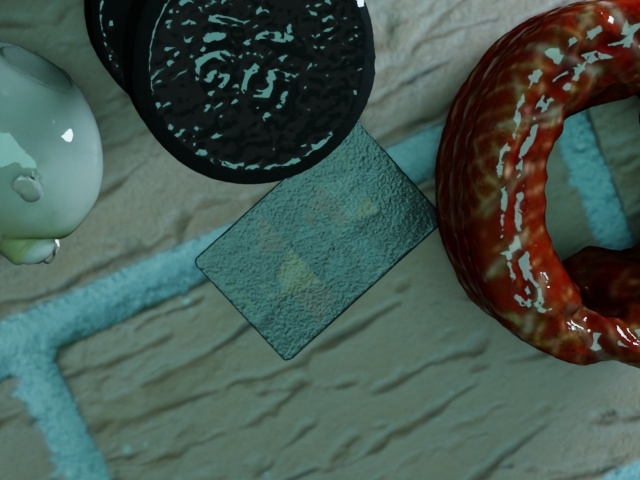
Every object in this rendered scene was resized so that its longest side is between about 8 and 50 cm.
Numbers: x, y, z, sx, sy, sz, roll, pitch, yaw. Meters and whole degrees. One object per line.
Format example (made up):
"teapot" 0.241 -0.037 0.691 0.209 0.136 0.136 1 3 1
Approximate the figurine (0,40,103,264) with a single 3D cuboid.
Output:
"figurine" -0.379 -0.011 1.744 0.274 0.226 0.394 29 106 -26

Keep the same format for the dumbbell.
"dumbbell" -0.086 -0.182 1.681 0.203 0.322 0.204 -4 106 -13

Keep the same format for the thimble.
"thimble" 0.279 -0.055 1.824 0.350 0.230 0.350 -1 98 -8

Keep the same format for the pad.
"pad" 0.000 0.000 1.896 0.211 0.003 0.143 -43 102 -1
